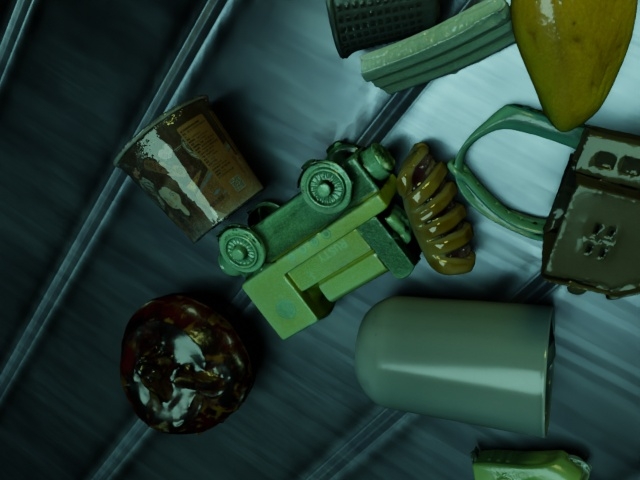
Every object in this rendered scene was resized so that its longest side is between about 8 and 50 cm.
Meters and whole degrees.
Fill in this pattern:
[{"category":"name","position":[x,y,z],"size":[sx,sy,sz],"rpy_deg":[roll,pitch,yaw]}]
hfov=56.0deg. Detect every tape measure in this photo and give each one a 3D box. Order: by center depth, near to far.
[{"category":"tape measure","position":[0.387,0.454,1.076],"size":[0.200,0.106,0.175],"rpy_deg":[-12,87,25]}]

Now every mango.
[{"category":"mango","position":[0.345,-0.309,0.821],"size":[0.177,0.119,0.316],"rpy_deg":[-13,106,-17]}]

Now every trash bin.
[{"category":"trash bin","position":[0.100,-0.373,0.916],"size":[0.161,0.175,0.175],"rpy_deg":[-3,106,11]}]

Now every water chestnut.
[{"category":"water chestnut","position":[-0.284,0.252,1.214],"size":[0.300,0.300,0.300],"rpy_deg":[7,109,22]}]

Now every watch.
[{"category":"watch","position":[0.324,-0.110,0.948],"size":[0.237,0.068,0.195],"rpy_deg":[21,116,12]}]

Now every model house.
[{"category":"model house","position":[0.439,-0.032,0.781],"size":[0.243,0.211,0.204],"rpy_deg":[17,116,14]}]

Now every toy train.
[{"category":"toy train","position":[0.000,0.000,1.078],"size":[0.397,0.160,0.253],"rpy_deg":[-34,98,29]}]

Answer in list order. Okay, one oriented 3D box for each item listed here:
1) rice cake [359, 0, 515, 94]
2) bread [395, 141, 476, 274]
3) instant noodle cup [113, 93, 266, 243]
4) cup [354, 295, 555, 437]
[{"category":"rice cake","position":[0.186,-0.291,0.920],"size":[0.237,0.127,0.043],"rpy_deg":[-17,78,29]},{"category":"bread","position":[0.191,-0.049,0.985],"size":[0.081,0.134,0.225],"rpy_deg":[-18,101,25]},{"category":"instant noodle cup","position":[-0.231,-0.124,1.114],"size":[0.217,0.217,0.207],"rpy_deg":[-35,97,29]},{"category":"cup","position":[0.226,0.197,1.007],"size":[0.312,0.205,0.205],"rpy_deg":[3,108,24]}]
